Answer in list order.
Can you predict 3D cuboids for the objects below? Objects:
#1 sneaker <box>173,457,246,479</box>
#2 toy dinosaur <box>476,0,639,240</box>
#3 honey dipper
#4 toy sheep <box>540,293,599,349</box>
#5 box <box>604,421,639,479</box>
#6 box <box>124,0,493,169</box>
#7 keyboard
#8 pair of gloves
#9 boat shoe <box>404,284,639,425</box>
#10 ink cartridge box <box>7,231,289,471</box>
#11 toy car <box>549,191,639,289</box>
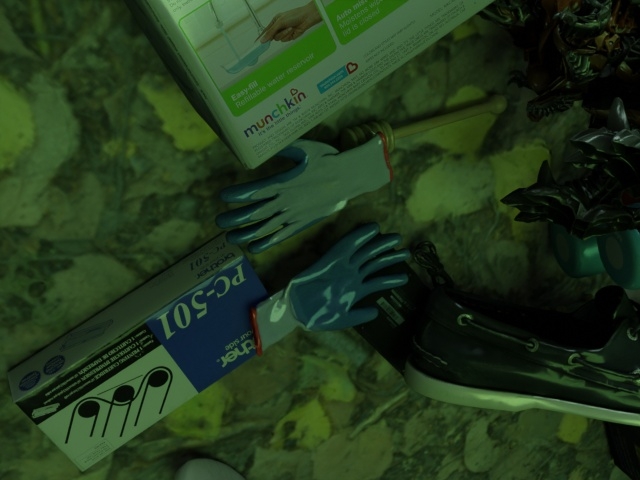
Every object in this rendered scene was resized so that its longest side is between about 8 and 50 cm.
[{"bbox_3d":[-0.086,0.288,0.808,0.094,0.080,0.212,-35,129,8],"label":"sneaker"},{"bbox_3d":[0.248,-0.121,0.635,0.218,0.322,0.164,-64,159,-18],"label":"toy dinosaur"},{"bbox_3d":[0.094,-0.100,0.714,0.160,0.030,0.030,-18,123,-20],"label":"honey dipper"},{"bbox_3d":[0.285,0.104,0.894,0.132,0.091,0.091,-13,121,-15],"label":"toy sheep"},{"bbox_3d":[0.482,0.258,0.966,0.165,0.270,0.143,-32,127,-9],"label":"box"},{"bbox_3d":[-0.011,-0.220,0.530,0.262,0.127,0.231,-36,126,-6],"label":"box"},{"bbox_3d":[0.076,0.051,0.793,0.108,0.023,0.180,-40,128,5],"label":"keyboard"},{"bbox_3d":[0.000,0.000,0.673,0.159,0.023,0.198,-25,126,-22],"label":"pair of gloves"},{"bbox_3d":[0.253,0.095,0.784,0.340,0.127,0.113,6,103,3],"label":"boat shoe"},{"bbox_3d":[-0.136,0.090,0.685,0.207,0.046,0.097,-34,128,-8],"label":"ink cartridge box"},{"bbox_3d":[0.332,-0.099,0.778,0.219,0.210,0.238,-13,94,-6],"label":"toy car"}]
